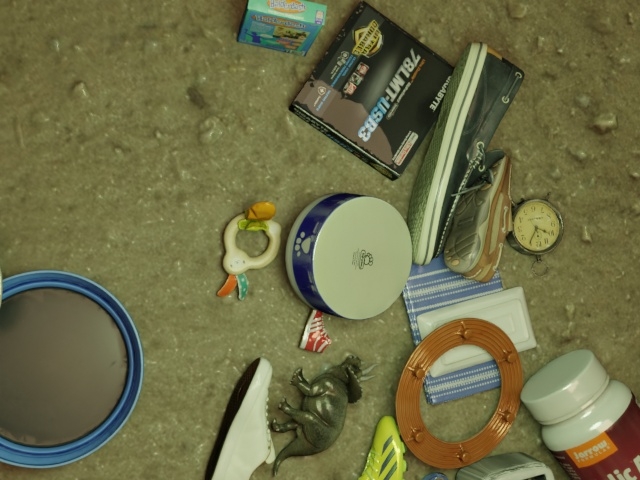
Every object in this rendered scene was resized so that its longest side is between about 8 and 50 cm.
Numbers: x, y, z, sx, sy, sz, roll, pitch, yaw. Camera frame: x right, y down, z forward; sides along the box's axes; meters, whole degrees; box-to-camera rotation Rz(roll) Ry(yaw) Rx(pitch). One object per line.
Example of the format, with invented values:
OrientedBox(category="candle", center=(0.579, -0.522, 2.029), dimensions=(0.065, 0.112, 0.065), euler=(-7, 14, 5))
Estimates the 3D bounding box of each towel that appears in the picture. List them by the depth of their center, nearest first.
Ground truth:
OrientedBox(category="towel", center=(0.313, 0.181, 1.912), dimensions=(0.243, 0.040, 0.336), euler=(-13, 89, -15))

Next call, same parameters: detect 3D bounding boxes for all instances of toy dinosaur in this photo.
OrientedBox(category="toy dinosaur", center=(-0.007, 0.366, 1.784), dimensions=(0.160, 0.121, 0.313), euler=(25, 76, 5))

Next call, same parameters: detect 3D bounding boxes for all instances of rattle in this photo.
OrientedBox(category="rattle", center=(-0.149, 0.028, 1.779), dimensions=(0.130, 0.143, 0.199), euler=(37, 72, -25))

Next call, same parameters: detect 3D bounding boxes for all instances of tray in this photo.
OrientedBox(category="tray", center=(0.356, 0.203, 1.887), dimensions=(0.270, 0.030, 0.145), euler=(-14, 90, -15))

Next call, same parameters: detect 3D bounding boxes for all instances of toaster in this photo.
OrientedBox(category="toaster", center=(0.416, 0.542, 1.839), dimensions=(0.227, 0.146, 0.129), euler=(-10, 88, -12))

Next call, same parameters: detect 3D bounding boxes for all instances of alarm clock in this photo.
OrientedBox(category="alarm clock", center=(0.492, -0.011, 1.946), dimensions=(0.129, 0.064, 0.192), euler=(-7, 84, -12))

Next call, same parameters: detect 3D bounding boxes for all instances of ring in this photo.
OrientedBox(category="ring", center=(0.311, 0.334, 1.827), dimensions=(0.337, 0.032, 0.336), euler=(-4, 100, -26))

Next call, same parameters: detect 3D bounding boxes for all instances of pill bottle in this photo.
OrientedBox(category="pill bottle", center=(0.630, 0.447, 1.850), dimensions=(0.224, 0.224, 0.392), euler=(-38, 93, -12))

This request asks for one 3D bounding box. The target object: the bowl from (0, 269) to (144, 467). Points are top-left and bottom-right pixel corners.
OrientedBox(category="bowl", center=(-0.555, 0.256, 1.704), dimensions=(0.391, 0.077, 0.391), euler=(1, 84, -11))

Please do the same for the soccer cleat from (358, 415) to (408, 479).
OrientedBox(category="soccer cleat", center=(0.120, 0.522, 1.810), dimensions=(0.121, 0.093, 0.289), euler=(4, 84, -4))

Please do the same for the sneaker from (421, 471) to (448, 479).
OrientedBox(category="sneaker", center=(0.236, 0.613, 1.826), dimensions=(0.083, 0.087, 0.221), euler=(18, 82, -10))

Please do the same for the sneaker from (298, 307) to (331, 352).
OrientedBox(category="sneaker", center=(0.001, 0.187, 1.839), dimensions=(0.067, 0.042, 0.118), euler=(19, 89, -5))

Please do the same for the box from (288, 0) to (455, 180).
OrientedBox(category="box", center=(0.128, -0.334, 1.900), dimensions=(0.293, 0.073, 0.295), euler=(34, 80, -6))

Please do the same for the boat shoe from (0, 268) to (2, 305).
OrientedBox(category="boat shoe", center=(-0.703, 0.013, 1.654), dimensions=(0.127, 0.158, 0.340), euler=(-13, 87, -18))

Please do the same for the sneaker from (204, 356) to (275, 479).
OrientedBox(category="sneaker", center=(-0.139, 0.391, 1.771), dimensions=(0.123, 0.106, 0.290), euler=(20, 91, -16))

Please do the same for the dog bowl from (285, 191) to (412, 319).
OrientedBox(category="dog bowl", center=(0.063, 0.033, 1.785), dimensions=(0.265, 0.104, 0.264), euler=(-5, 99, -33))

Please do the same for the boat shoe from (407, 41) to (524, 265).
OrientedBox(category="boat shoe", center=(0.313, -0.177, 1.828), dimensions=(0.156, 0.187, 0.500), euler=(19, 87, -7))

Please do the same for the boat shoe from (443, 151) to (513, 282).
OrientedBox(category="boat shoe", center=(0.371, -0.050, 1.894), dimensions=(0.116, 0.123, 0.324), euler=(34, 65, -26))

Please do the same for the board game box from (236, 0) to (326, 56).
OrientedBox(category="board game box", center=(-0.086, -0.459, 1.795), dimensions=(0.160, 0.210, 0.047), euler=(10, 83, -11))
